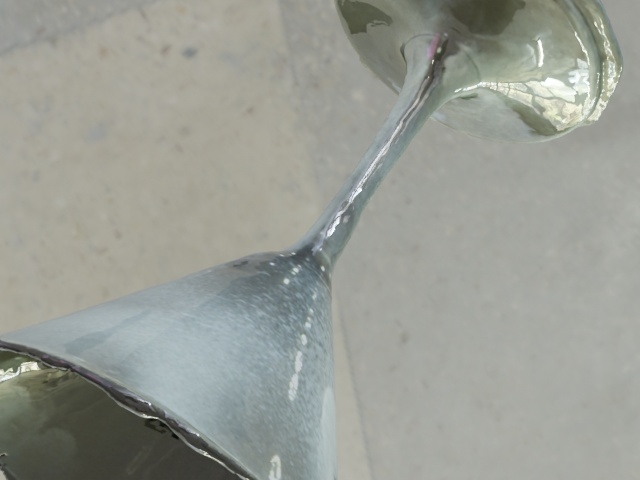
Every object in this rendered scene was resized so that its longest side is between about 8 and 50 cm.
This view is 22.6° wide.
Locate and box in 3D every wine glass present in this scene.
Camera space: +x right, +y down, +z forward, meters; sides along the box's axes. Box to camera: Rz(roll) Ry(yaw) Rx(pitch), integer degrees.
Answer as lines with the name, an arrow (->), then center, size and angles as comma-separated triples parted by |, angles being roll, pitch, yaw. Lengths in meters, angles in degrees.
wine glass -> 0.000, 0.000, 0.541 | 0.232, 0.156, 0.156 | -56, 135, -29
